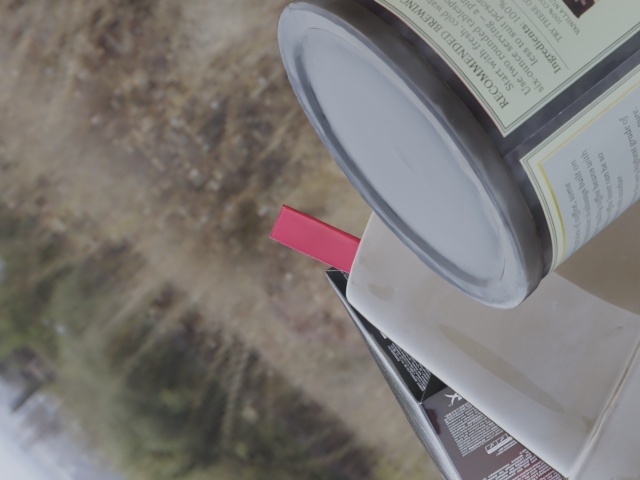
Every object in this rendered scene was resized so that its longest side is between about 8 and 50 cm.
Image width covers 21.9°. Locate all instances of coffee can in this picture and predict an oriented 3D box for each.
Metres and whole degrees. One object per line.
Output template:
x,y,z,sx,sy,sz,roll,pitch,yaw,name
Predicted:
0.144,-0.124,0.910,0.201,0.275,0.201,48,166,16,coffee can

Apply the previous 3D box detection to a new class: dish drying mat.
0.000,0.000,1.406,0.083,0.032,0.008,24,-166,3,dish drying mat

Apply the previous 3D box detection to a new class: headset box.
0.140,0.154,1.575,0.293,0.110,0.218,61,175,-39,headset box

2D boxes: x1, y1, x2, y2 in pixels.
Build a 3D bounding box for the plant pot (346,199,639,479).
0.182,0.022,1.294,0.280,0.323,0.323,23,165,8,plant pot
